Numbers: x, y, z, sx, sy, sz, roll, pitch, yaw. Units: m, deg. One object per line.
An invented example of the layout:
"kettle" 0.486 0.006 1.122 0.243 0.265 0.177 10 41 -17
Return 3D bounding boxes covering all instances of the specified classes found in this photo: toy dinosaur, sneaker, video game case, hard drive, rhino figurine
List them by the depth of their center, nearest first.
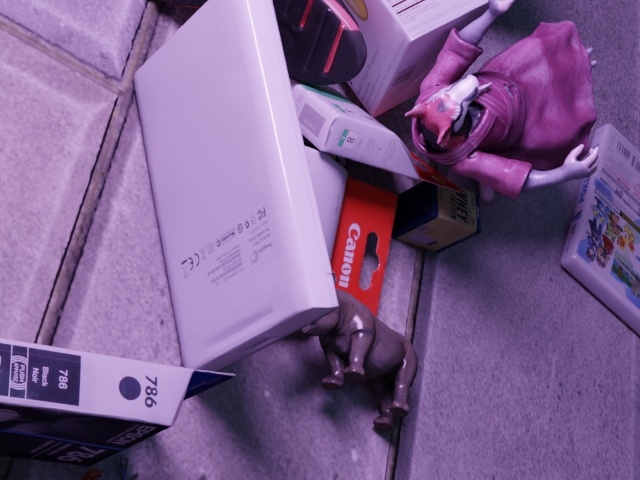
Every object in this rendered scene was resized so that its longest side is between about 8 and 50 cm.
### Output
"toy dinosaur" -0.188 0.250 1.133 0.082 0.047 0.090 13 70 -14
"hard drive" -0.098 -0.061 1.226 0.047 0.233 0.352 1 68 -38
"rhino figurine" 0.034 0.113 1.328 0.243 0.073 0.106 44 43 -40
"sneaker" -0.070 -0.305 1.415 0.314 0.116 0.136 32 35 3
"video game case" 0.516 0.022 1.839 0.329 0.036 0.300 40 49 -19

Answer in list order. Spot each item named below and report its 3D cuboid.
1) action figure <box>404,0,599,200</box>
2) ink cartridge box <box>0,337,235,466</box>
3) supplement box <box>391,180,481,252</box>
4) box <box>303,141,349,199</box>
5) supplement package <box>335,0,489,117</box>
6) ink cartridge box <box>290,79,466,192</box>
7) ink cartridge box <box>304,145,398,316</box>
"action figure" 0.195 -0.166 1.452 0.370 0.276 0.248 -15 88 -50
"ink cartridge box" -0.254 0.143 1.042 0.333 0.165 0.065 12 62 -34
"supplement box" 0.147 -0.032 1.521 0.083 0.083 0.056 18 60 -34
"box" -0.013 -0.077 1.431 0.083 0.052 0.062 15 61 -34
"supplement package" 0.087 -0.304 1.483 0.149 0.194 0.203 -29 76 -22
"ink cartridge box" 0.060 -0.137 1.452 0.225 0.056 0.181 12 20 -33
"ink cartridge box" 0.000 0.000 1.365 0.232 0.066 0.189 17 79 -29
